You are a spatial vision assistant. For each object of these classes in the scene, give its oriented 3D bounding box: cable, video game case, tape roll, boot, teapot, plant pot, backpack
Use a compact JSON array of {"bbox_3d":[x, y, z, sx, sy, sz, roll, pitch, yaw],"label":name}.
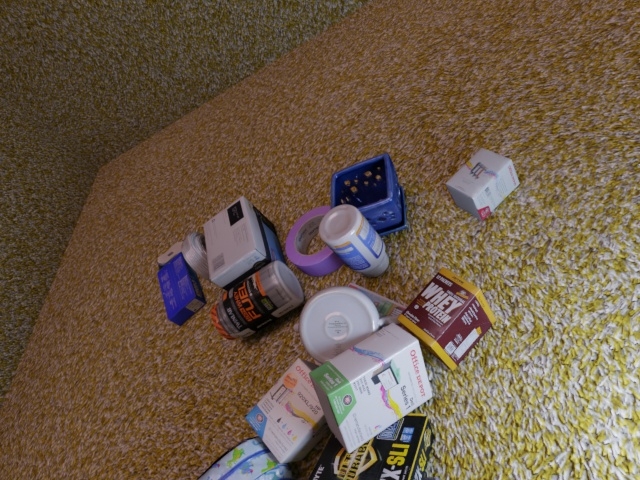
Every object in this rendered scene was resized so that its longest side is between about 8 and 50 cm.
[{"bbox_3d":[-0.487,0.072,1.897,0.089,0.257,0.257,-43,44,9],"label":"cable"},{"bbox_3d":[0.156,0.264,1.387,0.285,0.025,0.204,21,64,36],"label":"video game case"},{"bbox_3d":[0.000,0.000,1.711,0.275,0.090,0.274,-21,47,24],"label":"tape roll"},{"bbox_3d":[-0.742,0.081,2.220,0.069,0.086,0.190,38,51,16],"label":"boot"},{"bbox_3d":[0.070,0.250,1.304,0.256,0.187,0.252,38,93,14],"label":"teapot"},{"bbox_3d":[0.185,-0.137,1.587,0.236,0.212,0.235,-17,49,25],"label":"plant pot"},{"bbox_3d":[-0.241,0.723,1.217,0.274,0.290,0.355,22,65,36],"label":"backpack"}]

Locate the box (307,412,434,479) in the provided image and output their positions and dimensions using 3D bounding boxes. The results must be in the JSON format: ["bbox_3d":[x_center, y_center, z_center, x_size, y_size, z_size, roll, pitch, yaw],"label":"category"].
[{"bbox_3d":[0.117,0.564,1.077,0.257,0.079,0.322,-9,19,31],"label":"box"}]

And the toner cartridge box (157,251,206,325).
[{"bbox_3d":[-0.650,0.217,2.040,0.165,0.075,0.347,-40,43,3],"label":"toner cartridge box"}]

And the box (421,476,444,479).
[{"bbox_3d":[0.159,0.712,1.044,0.308,0.076,0.242,-20,48,23],"label":"box"}]

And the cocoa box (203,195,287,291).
[{"bbox_3d":[-0.310,0.038,1.810,0.232,0.228,0.347,-34,44,11],"label":"cocoa box"}]

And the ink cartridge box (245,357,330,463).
[{"bbox_3d":[-0.058,0.493,1.283,0.232,0.168,0.171,-48,60,-4],"label":"ink cartridge box"}]

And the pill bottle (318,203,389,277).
[{"bbox_3d":[0.123,0.013,1.472,0.153,0.272,0.152,-19,49,24],"label":"pill bottle"}]

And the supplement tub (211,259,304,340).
[{"bbox_3d":[-0.237,0.230,1.633,0.316,0.193,0.193,-34,44,12],"label":"supplement tub"}]

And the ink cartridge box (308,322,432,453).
[{"bbox_3d":[0.137,0.377,1.148,0.278,0.201,0.117,-26,23,-19],"label":"ink cartridge box"}]

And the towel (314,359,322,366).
[{"bbox_3d":[0.044,0.301,1.473,0.187,0.049,0.282,-34,44,11],"label":"towel"}]

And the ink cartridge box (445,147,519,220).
[{"bbox_3d":[0.528,-0.185,1.429,0.176,0.128,0.127,-44,43,-1],"label":"ink cartridge box"}]

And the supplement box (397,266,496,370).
[{"bbox_3d":[0.350,0.215,1.204,0.194,0.191,0.129,-48,43,-5],"label":"supplement box"}]
